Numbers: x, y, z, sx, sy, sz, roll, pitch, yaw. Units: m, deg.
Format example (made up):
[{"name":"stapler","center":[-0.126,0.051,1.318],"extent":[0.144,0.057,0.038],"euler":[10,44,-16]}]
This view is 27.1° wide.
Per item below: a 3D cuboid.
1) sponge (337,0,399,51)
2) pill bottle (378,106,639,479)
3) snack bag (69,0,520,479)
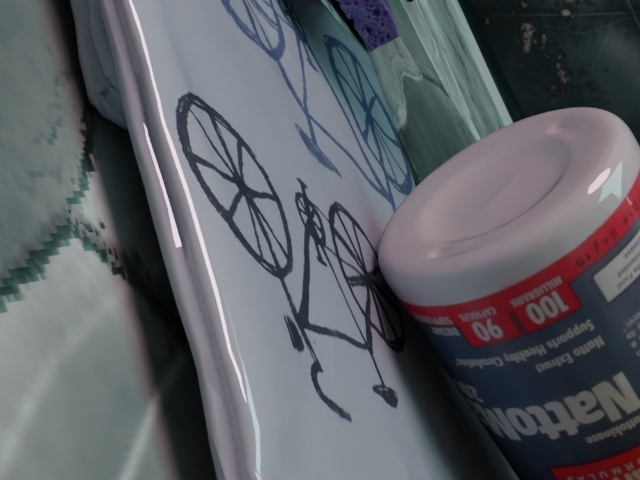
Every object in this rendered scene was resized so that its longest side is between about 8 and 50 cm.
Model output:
[{"name":"sponge","center":[-0.002,-0.254,0.986],"extent":[0.117,0.031,0.210],"euler":[42,25,-61]},{"name":"pill bottle","center":[0.112,0.048,0.526],"extent":[0.180,0.108,0.108],"euler":[55,16,-21]},{"name":"snack bag","center":[0.000,0.000,0.521],"extent":[0.323,0.037,0.343],"euler":[38,30,-61]}]
